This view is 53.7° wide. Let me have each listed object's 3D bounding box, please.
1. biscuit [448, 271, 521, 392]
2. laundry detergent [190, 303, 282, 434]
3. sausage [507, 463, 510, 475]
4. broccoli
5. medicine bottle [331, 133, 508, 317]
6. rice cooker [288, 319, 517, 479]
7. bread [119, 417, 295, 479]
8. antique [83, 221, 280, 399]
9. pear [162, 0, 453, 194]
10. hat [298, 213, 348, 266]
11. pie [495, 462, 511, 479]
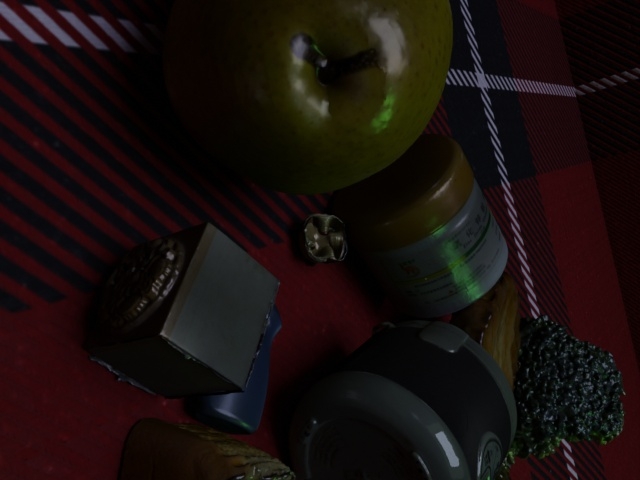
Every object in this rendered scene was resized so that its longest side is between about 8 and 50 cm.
[{"bbox_3d":[0.298,0.212,1.168,0.325,0.107,0.326,-8,99,-63],"label":"biscuit"},{"bbox_3d":[-0.102,0.140,0.824,0.096,0.061,0.206,34,53,-33],"label":"laundry detergent"},{"bbox_3d":[0.397,0.540,1.399,0.034,0.034,0.253,54,41,-28],"label":"sausage"},{"bbox_3d":[0.495,0.334,1.417,0.347,0.281,0.293,-2,56,-19],"label":"broccoli"},{"bbox_3d":[0.174,-0.025,1.092,0.232,0.237,0.238,54,42,-29],"label":"medicine bottle"},{"bbox_3d":[0.124,0.276,0.912,0.277,0.288,0.288,-24,99,-54],"label":"rice cooker"},{"bbox_3d":[-0.130,0.294,0.685,0.140,0.169,0.160,27,74,-48],"label":"bread"},{"bbox_3d":[-0.156,0.080,0.698,0.148,0.146,0.152,45,46,-34],"label":"antique"},{"bbox_3d":[-0.016,-0.238,0.807,0.362,0.362,0.418,60,10,-23],"label":"pear"},{"bbox_3d":[0.001,0.000,1.001,0.076,0.059,0.077,6,75,-22],"label":"hat"},{"bbox_3d":[0.282,0.444,1.149,0.277,0.078,0.277,32,31,-22],"label":"pie"}]
